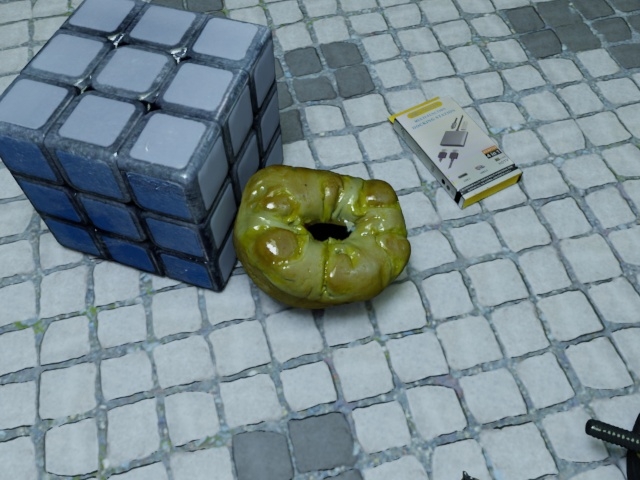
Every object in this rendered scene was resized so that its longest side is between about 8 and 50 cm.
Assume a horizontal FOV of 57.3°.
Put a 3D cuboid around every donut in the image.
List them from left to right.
[{"bbox_3d":[0.000,0.000,0.867,0.262,0.128,0.208,7,64,-20],"label":"donut"}]

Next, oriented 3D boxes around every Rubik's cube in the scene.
[{"bbox_3d":[-0.246,-0.146,0.892,0.306,0.301,0.303,14,58,8],"label":"Rubik's cube"}]

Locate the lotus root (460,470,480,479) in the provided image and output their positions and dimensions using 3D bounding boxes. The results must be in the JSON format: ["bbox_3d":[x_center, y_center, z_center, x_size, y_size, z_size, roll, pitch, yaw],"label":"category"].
[{"bbox_3d":[0.162,0.395,0.649,0.154,0.140,0.256,34,68,-26],"label":"lotus root"}]

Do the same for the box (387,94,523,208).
[{"bbox_3d":[0.238,-0.175,1.067,0.129,0.033,0.247,-26,61,-15],"label":"box"}]

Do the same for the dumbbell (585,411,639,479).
[{"bbox_3d":[0.491,0.282,0.712,0.326,0.143,0.143,17,59,11],"label":"dumbbell"}]
